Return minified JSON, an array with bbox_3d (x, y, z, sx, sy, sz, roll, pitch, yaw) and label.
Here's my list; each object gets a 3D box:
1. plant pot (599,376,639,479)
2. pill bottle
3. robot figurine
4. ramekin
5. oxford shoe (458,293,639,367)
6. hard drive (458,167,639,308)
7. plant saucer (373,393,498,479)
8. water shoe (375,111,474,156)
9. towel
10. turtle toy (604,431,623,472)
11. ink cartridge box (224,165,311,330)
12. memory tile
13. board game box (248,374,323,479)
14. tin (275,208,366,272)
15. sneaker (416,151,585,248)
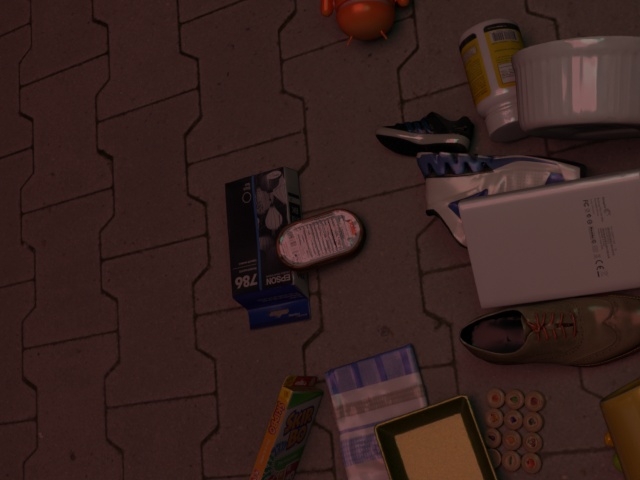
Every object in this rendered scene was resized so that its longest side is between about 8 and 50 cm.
[{"bbox_3d":[0.550,0.312,1.370,0.254,0.254,0.239,-34,76,22],"label":"plant pot"},{"bbox_3d":[0.339,-0.298,1.714,0.119,0.119,0.208,-20,71,28],"label":"pill bottle"},{"bbox_3d":[0.090,-0.514,1.903,0.128,0.158,0.219,-25,65,61],"label":"robot figurine"},{"bbox_3d":[0.463,-0.249,1.544,0.277,0.277,0.135,0,89,32],"label":"ramekin"},{"bbox_3d":[0.409,0.162,1.580,0.348,0.130,0.122,-15,74,29],"label":"oxford shoe"},{"bbox_3d":[0.412,0.002,1.586,0.308,0.040,0.202,-10,104,21],"label":"hard drive"},{"bbox_3d":[0.215,0.402,1.682,0.189,0.045,0.188,-22,70,10],"label":"plant saucer"},{"bbox_3d":[0.210,-0.214,1.820,0.203,0.073,0.080,11,65,29],"label":"water shoe"},{"bbox_3d":[0.121,0.364,1.782,0.209,0.034,0.284,-21,71,26],"label":"towel"},{"bbox_3d":[0.519,0.325,1.520,0.095,0.066,0.130,11,89,9],"label":"turtle toy"},{"bbox_3d":[-0.116,0.019,1.974,0.166,0.065,0.332,-14,75,28],"label":"ink cartridge box"},{"bbox_3d":[0.349,0.343,1.655,0.113,0.012,0.147,0,82,32],"label":"memory tile"},{"bbox_3d":[-0.070,0.397,1.839,0.039,0.124,0.259,18,91,32],"label":"board game box"},{"bbox_3d":[0.000,0.000,1.882,0.190,0.040,0.106,-18,79,5],"label":"tin"},{"bbox_3d":[0.329,-0.070,1.690,0.316,0.127,0.182,5,98,26],"label":"sneaker"}]
